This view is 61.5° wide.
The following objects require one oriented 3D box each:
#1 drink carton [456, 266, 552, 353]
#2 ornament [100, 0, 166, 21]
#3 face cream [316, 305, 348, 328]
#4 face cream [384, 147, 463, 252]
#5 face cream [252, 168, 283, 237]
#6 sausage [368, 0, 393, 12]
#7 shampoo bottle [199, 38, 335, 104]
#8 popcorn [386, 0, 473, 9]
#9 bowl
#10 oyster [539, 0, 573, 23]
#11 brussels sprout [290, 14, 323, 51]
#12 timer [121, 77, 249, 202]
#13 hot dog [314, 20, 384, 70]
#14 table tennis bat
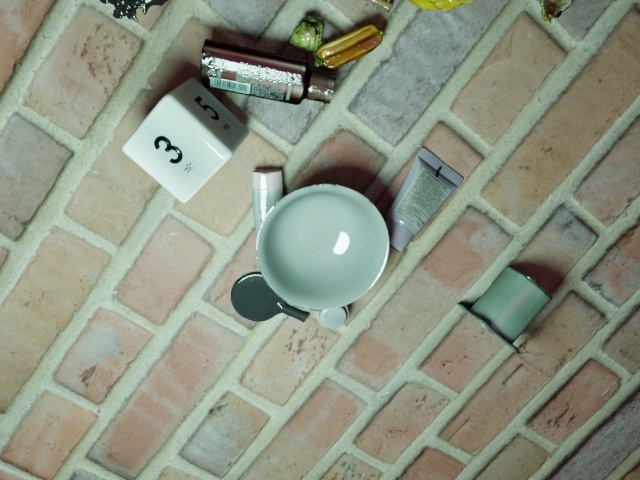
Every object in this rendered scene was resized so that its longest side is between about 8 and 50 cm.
[{"bbox_3d":[0.538,0.191,1.544,0.191,0.185,0.189,38,90,-13],"label":"drink carton"},{"bbox_3d":[-0.420,-0.657,1.231,0.261,0.106,0.251,-26,101,13],"label":"ornament"},{"bbox_3d":[0.032,0.201,1.537,0.091,0.095,0.091,-1,108,-4],"label":"face cream"},{"bbox_3d":[0.260,-0.102,1.470,0.154,0.096,0.273,35,89,-11],"label":"face cream"},{"bbox_3d":[-0.141,-0.093,1.450,0.084,0.057,0.198,-3,106,-11],"label":"face cream"},{"bbox_3d":[0.125,-0.601,1.322,0.116,0.026,0.026,26,104,-11],"label":"sausage"},{"bbox_3d":[-0.128,-0.405,1.325,0.323,0.084,0.129,8,142,-7],"label":"shampoo bottle"},{"bbox_3d":[0.250,-0.643,1.235,0.254,0.190,0.191,12,100,-4],"label":"popcorn"},{"bbox_3d":[0.000,0.000,1.434,0.346,0.157,0.345,-2,109,-6],"label":"bowl"},{"bbox_3d":[0.583,-0.616,1.338,0.103,0.051,0.148,24,89,-8],"label":"oyster"},{"bbox_3d":[-0.028,-0.512,1.325,0.085,0.058,0.085,-1,95,-16],"label":"brussels sprout"},{"bbox_3d":[-0.319,-0.243,1.296,0.195,0.194,0.192,43,117,-15],"label":"timer"},{"bbox_3d":[0.068,-0.483,1.339,0.188,0.055,0.072,-22,139,8],"label":"hot dog"},{"bbox_3d":[-0.145,0.180,1.554,0.236,0.027,0.150,24,104,-10],"label":"table tennis bat"}]
